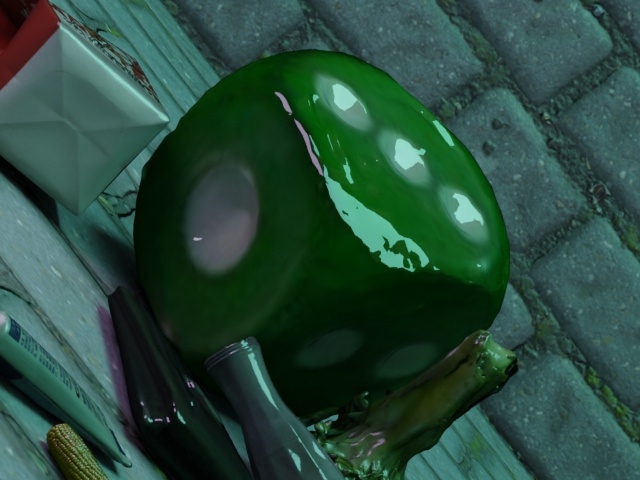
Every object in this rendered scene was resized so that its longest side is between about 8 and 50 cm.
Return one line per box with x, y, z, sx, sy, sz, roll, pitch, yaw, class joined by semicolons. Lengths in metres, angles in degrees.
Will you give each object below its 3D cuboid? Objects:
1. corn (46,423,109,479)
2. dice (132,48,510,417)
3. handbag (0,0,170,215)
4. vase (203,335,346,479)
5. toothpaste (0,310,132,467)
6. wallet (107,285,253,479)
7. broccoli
-0.173;0.171;1.272;0.028;0.027;0.083;-4;53;-55;corn
0.000;0.000;1.818;0.300;0.287;0.297;12;43;-47;dice
-0.279;-0.172;1.786;0.171;0.151;0.298;41;8;-28;handbag
-0.038;0.196;1.624;0.214;0.086;0.086;61;10;12;vase
-0.212;0.106;1.321;0.216;0.037;0.062;50;7;-44;toothpaste
-0.127;0.148;1.588;0.168;0.052;0.245;53;4;-32;wallet
0.086;0.198;1.743;0.177;0.275;0.198;50;2;9;broccoli
